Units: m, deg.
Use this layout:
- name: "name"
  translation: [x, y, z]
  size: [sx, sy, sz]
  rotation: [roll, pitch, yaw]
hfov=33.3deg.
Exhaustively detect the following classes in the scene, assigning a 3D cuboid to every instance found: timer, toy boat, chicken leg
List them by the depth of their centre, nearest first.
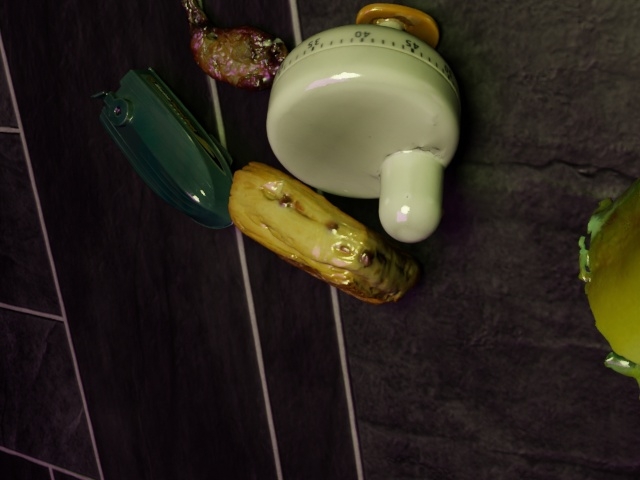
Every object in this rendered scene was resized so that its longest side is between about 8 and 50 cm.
- name: "timer"
  translation: [0.052, -0.129, 1.256]
  size: [0.233, 0.240, 0.233]
  rotation: [4, 145, 3]
- name: "chicken leg"
  translation: [-0.138, -0.279, 1.475]
  size: [0.253, 0.051, 0.106]
  rotation: [39, 124, 21]
- name: "toy boat"
  translation: [-0.205, -0.124, 1.551]
  size: [0.296, 0.122, 0.114]
  rotation: [48, 114, 25]

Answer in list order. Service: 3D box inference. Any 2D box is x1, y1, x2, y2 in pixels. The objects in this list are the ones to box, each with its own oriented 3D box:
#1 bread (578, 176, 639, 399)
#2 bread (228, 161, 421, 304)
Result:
- name: "bread"
  translation: [0.409, -0.026, 0.983]
  size: [0.208, 0.251, 0.376]
  rotation: [51, 144, 9]
- name: "bread"
  translation: [0.000, 0.000, 1.383]
  size: [0.235, 0.210, 0.099]
  rotation: [32, 91, 28]
